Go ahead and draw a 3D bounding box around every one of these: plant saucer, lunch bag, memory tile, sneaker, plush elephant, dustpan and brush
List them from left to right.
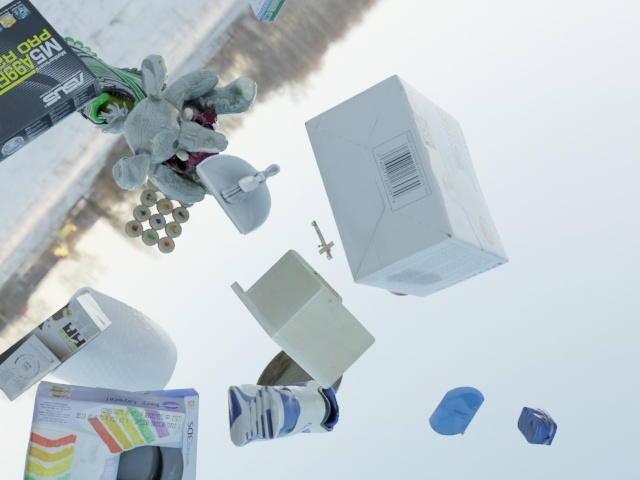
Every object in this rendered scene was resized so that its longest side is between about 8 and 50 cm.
[{"bbox_3d":[-0.490,-0.324,1.901,0.146,0.343,0.134,-80,-173,-58],"label":"sneaker"},{"bbox_3d":[-0.327,-0.054,1.877,0.012,0.113,0.148,-22,-137,59],"label":"memory tile"},{"bbox_3d":[-0.270,-0.201,1.727,0.255,0.329,0.272,-135,-125,-79],"label":"plush elephant"},{"bbox_3d":[-0.123,-0.102,1.620,0.060,0.147,0.211,-34,-177,19],"label":"dustpan and brush"},{"bbox_3d":[-0.066,0.351,1.855,0.315,0.182,0.128,159,-69,-63],"label":"sneaker"},{"bbox_3d":[-0.050,0.358,2.295,0.277,0.041,0.278,-27,-145,21],"label":"plant saucer"},{"bbox_3d":[0.528,0.449,2.201,0.098,0.065,0.067,-119,-139,-61],"label":"lunch bag"}]

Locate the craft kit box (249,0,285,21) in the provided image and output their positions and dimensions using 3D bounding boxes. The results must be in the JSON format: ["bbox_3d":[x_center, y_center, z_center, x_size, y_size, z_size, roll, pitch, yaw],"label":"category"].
[{"bbox_3d":[-0.140,-0.743,2.365,0.060,0.247,0.250,-13,156,-38],"label":"craft kit box"}]

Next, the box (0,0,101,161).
[{"bbox_3d":[-0.546,-0.262,1.549,0.270,0.216,0.060,-38,168,-17],"label":"box"}]

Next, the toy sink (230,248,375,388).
[{"bbox_3d":[-0.032,0.119,1.576,0.131,0.153,0.234,-44,-151,-3],"label":"toy sink"}]

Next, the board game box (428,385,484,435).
[{"bbox_3d":[0.380,0.478,2.521,0.133,0.033,0.169,6,-132,49],"label":"board game box"}]

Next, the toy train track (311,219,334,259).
[{"bbox_3d":[0.000,0.000,1.775,0.014,0.083,0.048,-13,163,-43],"label":"toy train track"}]

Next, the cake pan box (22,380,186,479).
[{"bbox_3d":[-0.372,0.381,1.578,0.070,0.266,0.246,-123,-135,-70],"label":"cake pan box"}]

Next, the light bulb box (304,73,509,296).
[{"bbox_3d":[0.185,-0.095,1.882,0.225,0.358,0.361,-24,162,23],"label":"light bulb box"}]

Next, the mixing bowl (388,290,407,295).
[{"bbox_3d":[0.216,0.059,2.605,0.181,0.098,0.182,-16,-115,37],"label":"mixing bowl"}]

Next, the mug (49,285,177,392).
[{"bbox_3d":[-0.633,0.338,2.736,0.374,0.328,0.276,-24,-135,49],"label":"mug"}]

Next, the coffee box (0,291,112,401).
[{"bbox_3d":[-0.712,0.275,2.405,0.297,0.119,0.168,-38,-176,-2],"label":"coffee box"}]

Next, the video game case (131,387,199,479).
[{"bbox_3d":[-0.427,0.482,2.168,0.061,0.269,0.245,-157,-111,-65],"label":"video game case"}]
